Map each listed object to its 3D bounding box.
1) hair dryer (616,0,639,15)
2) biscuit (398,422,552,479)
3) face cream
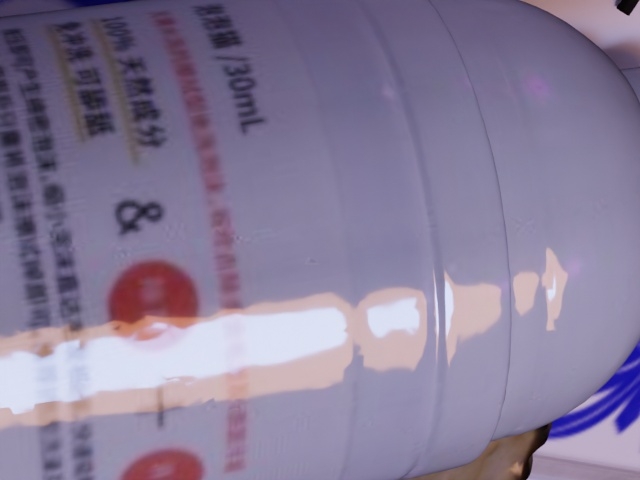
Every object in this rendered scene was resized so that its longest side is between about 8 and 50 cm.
[{"bbox_3d":[0.114,-0.110,0.684,0.079,0.031,0.083,5,133,-26],"label":"hair dryer"},{"bbox_3d":[0.003,0.069,0.746,0.217,0.044,0.325,1,124,-32],"label":"biscuit"},{"bbox_3d":[0.000,0.000,0.557,0.369,0.145,0.145,-8,132,-16],"label":"face cream"}]
